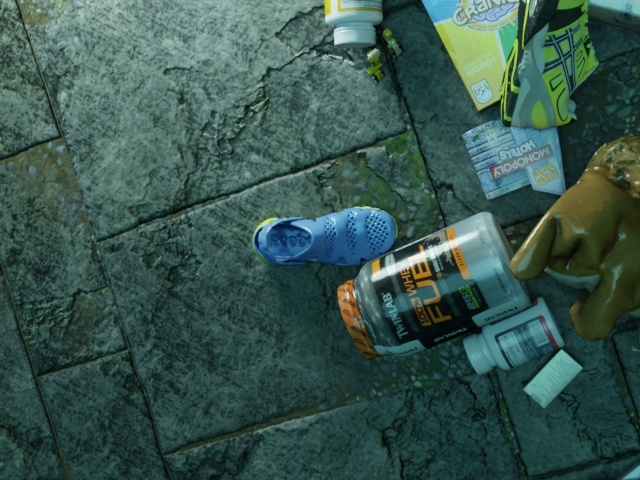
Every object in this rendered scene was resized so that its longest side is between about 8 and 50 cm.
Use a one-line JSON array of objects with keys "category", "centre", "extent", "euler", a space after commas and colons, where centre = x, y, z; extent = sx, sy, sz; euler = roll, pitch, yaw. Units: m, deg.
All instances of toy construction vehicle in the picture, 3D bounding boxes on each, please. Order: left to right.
[{"category": "toy construction vehicle", "centre": [0.122, -0.374, 1.908], "extent": [0.086, 0.098, 0.035], "euler": [-45, 67, 1]}]

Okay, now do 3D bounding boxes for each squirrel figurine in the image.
[{"category": "squirrel figurine", "centre": [0.601, 0.025, 1.705], "extent": [0.370, 0.281, 0.397], "euler": [36, 93, 18]}]

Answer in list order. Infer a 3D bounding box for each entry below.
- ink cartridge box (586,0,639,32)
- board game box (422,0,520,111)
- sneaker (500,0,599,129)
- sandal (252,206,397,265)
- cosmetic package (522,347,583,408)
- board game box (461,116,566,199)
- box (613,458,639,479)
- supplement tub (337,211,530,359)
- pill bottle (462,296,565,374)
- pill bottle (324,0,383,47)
[{"category": "ink cartridge box", "centre": [0.601, -0.479, 1.737], "extent": [0.232, 0.168, 0.171], "euler": [19, 97, 12]}, {"category": "board game box", "centre": [0.347, -0.446, 1.856], "extent": [0.242, 0.064, 0.317], "euler": [-28, 87, 14]}, {"category": "sneaker", "centre": [0.429, -0.371, 1.696], "extent": [0.147, 0.145, 0.385], "euler": [7, 134, -1]}, {"category": "sandal", "centre": [0.000, 0.000, 1.936], "extent": [0.317, 0.138, 0.126], "euler": [-9, 90, 12]}, {"category": "cosmetic package", "centre": [0.463, 0.272, 1.888], "extent": [0.060, 0.041, 0.115], "euler": [43, 102, 7]}, {"category": "board game box", "centre": [0.401, -0.158, 1.865], "extent": [0.194, 0.060, 0.194], "euler": [-23, 87, 14]}, {"category": "box", "centre": [0.650, 0.541, 1.862], "extent": [0.145, 0.038, 0.186], "euler": [-43, 82, 12]}, {"category": "supplement tub", "centre": [0.218, 0.098, 1.851], "extent": [0.338, 0.207, 0.207], "euler": [-25, 88, 14]}, {"category": "pill bottle", "centre": [0.379, 0.194, 1.869], "extent": [0.180, 0.108, 0.108], "euler": [-26, 87, 14]}, {"category": "pill bottle", "centre": [0.065, -0.499, 1.894], "extent": [0.117, 0.117, 0.215], "euler": [-1, 94, 14]}]
